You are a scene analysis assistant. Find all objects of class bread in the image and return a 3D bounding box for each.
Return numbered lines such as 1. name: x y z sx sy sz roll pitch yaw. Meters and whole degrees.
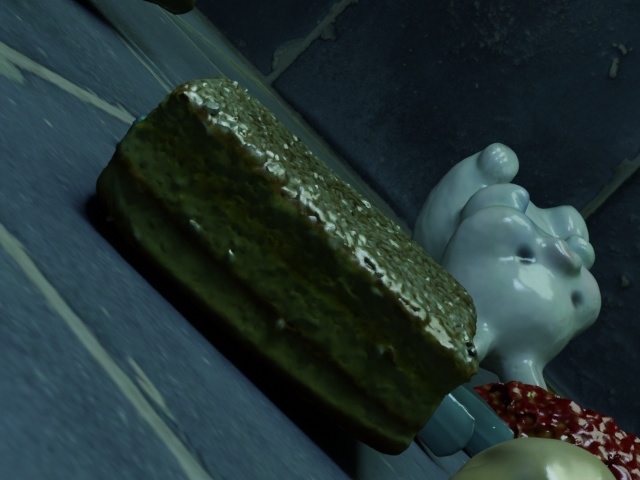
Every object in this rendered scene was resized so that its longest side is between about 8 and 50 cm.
1. bread: -0.018 0.012 0.737 0.234 0.110 0.184 43 9 -3

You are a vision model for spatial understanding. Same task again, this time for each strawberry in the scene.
1. strawberry: 0.236 0.193 1.102 0.174 0.098 0.228 10 29 -48

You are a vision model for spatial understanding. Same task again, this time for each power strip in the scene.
1. power strip: 0.086 0.122 0.988 0.137 0.044 0.216 48 6 24

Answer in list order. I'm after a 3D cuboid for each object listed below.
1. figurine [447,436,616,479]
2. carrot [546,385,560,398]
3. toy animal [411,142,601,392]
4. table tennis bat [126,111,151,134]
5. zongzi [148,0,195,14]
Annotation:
1. figurine: 0.132 0.190 0.671 0.114 0.108 0.196 -87 153 -48
2. carrot: 0.274 0.215 1.550 0.067 0.067 0.225 48 5 20
3. toy animal: 0.191 0.071 1.388 0.196 0.241 0.368 35 23 -18
4. table tennis bat: -0.056 0.000 0.903 0.237 0.038 0.149 49 7 -6
5. zongzi: -0.343 -0.431 1.325 0.418 0.181 0.447 31 3 26
